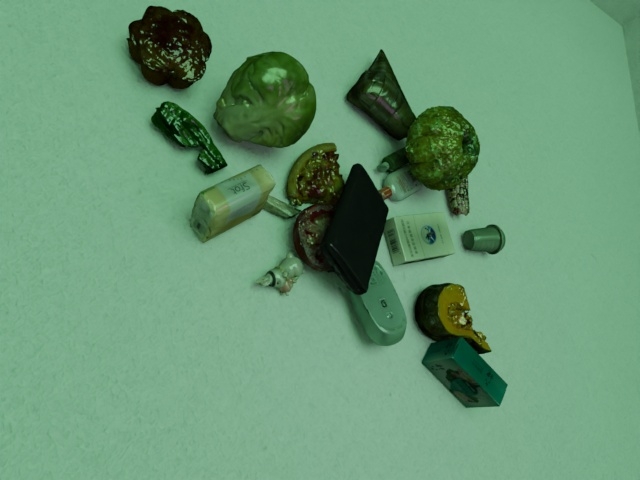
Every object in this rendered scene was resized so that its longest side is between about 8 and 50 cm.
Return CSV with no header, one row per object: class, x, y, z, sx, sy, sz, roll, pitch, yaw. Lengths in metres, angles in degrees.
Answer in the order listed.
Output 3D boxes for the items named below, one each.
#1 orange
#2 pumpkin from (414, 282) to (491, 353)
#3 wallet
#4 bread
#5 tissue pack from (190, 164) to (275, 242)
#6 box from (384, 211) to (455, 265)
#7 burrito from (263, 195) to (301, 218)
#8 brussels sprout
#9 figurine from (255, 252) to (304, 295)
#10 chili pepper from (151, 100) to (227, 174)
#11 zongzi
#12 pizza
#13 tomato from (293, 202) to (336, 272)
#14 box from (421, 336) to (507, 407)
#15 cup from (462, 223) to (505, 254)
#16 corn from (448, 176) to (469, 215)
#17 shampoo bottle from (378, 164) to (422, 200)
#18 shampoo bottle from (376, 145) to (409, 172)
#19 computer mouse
orange,0.443,-0.337,1.827,0.300,0.223,0.301,-38,115,-33
pumpkin,0.459,0.262,1.761,0.280,0.139,0.190,29,61,-23
wallet,0.118,-0.045,1.618,0.228,0.062,0.406,52,37,-27
bread,-0.444,-0.569,1.489,0.231,0.135,0.247,13,67,-28
tissue pack,-0.244,-0.103,1.421,0.222,0.186,0.090,-30,78,-35
box,0.354,-0.009,1.828,0.256,0.069,0.164,-7,78,-35
burrito,-0.126,-0.101,1.579,0.149,0.041,0.055,24,49,-24
brussels sprout,-0.153,-0.404,1.531,0.273,0.316,0.243,18,35,-48
figurine,-0.109,0.114,1.490,0.098,0.081,0.146,52,54,-6
chili pepper,-0.371,-0.295,1.475,0.253,0.083,0.099,45,57,-17
zongzi,0.271,-0.561,1.937,0.286,0.138,0.300,36,57,-20
pizza,0.013,-0.196,1.677,0.229,0.081,0.290,45,54,-11
tomato,-0.003,-0.001,1.589,0.224,0.085,0.225,16,65,-39
box,0.478,0.443,1.698,0.245,0.153,0.092,44,56,-9
cup,0.629,0.000,1.980,0.141,0.120,0.120,-5,76,-22
corn,0.539,-0.230,2.019,0.092,0.092,0.281,4,76,-31
shampoo bottle,0.282,-0.199,1.864,0.220,0.051,0.108,-30,95,-35
shampoo bottle,0.283,-0.298,1.891,0.204,0.065,0.065,-31,91,-36
computer mouse,0.170,0.199,1.628,0.159,0.097,0.289,-12,65,-33
